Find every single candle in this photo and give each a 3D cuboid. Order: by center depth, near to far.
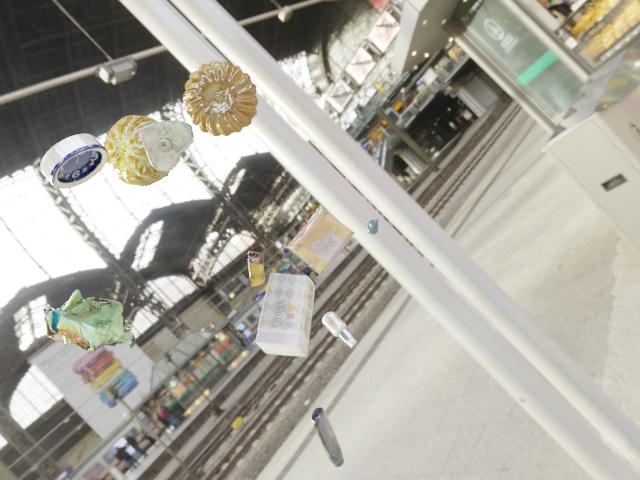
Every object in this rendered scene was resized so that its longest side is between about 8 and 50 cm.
[{"bbox_3d":[-0.544,-0.346,1.555,0.192,0.168,0.068,-52,22,15],"label":"candle"}]

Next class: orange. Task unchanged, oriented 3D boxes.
[{"bbox_3d":[-0.830,-0.411,2.062,0.329,0.329,0.249,-45,-13,10],"label":"orange"}]

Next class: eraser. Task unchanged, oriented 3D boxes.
[{"bbox_3d":[-0.140,0.307,1.915,0.397,0.213,0.082,-85,-1,-51],"label":"eraser"}]

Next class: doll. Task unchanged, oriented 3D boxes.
[{"bbox_3d":[0.266,-0.071,2.287,0.076,0.083,0.050,-7,28,-17],"label":"doll"}]

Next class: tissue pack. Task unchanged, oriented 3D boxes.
[{"bbox_3d":[0.000,0.000,2.079,0.256,0.215,0.123,-52,4,0],"label":"tissue pack"}]

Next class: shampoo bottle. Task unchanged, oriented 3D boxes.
[{"bbox_3d":[0.029,0.734,1.654,0.049,0.233,0.087,-17,14,17],"label":"shampoo bottle"},{"bbox_3d":[0.090,0.404,2.008,0.074,0.192,0.074,-33,-32,-25],"label":"shampoo bottle"}]

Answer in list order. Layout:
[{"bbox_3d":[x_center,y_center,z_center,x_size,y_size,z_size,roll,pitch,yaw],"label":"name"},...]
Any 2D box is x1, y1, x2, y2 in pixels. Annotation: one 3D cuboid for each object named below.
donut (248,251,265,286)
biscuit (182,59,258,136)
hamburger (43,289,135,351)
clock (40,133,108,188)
[{"bbox_3d":[-0.293,0.131,2.040,0.073,0.166,0.184,-3,-24,-7],"label":"donut"},{"bbox_3d":[-0.429,-0.609,1.920,0.326,0.326,0.107,-45,9,0],"label":"biscuit"},{"bbox_3d":[-0.783,0.273,1.552,0.150,0.260,0.276,-69,-21,1],"label":"hamburger"},{"bbox_3d":[-0.925,-0.298,1.685,0.230,0.083,0.230,-42,-5,-4],"label":"clock"}]
